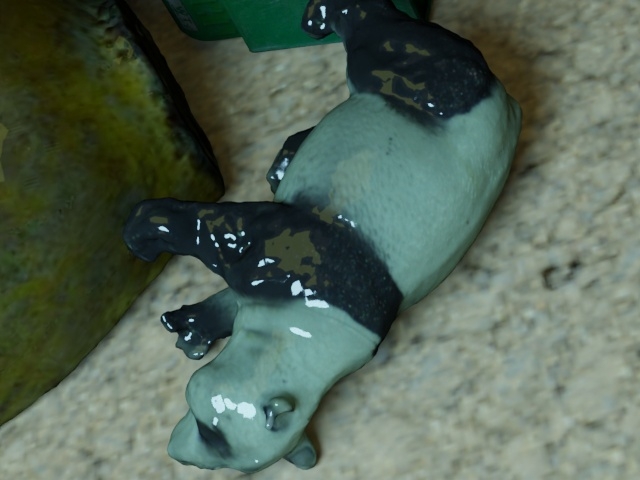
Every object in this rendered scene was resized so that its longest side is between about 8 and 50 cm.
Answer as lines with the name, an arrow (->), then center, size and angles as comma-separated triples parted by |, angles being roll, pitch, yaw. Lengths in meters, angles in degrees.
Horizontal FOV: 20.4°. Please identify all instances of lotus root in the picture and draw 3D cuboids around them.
lotus root -> -0.189, -0.034, 0.857 | 0.260, 0.149, 0.267 | -20, 49, 11

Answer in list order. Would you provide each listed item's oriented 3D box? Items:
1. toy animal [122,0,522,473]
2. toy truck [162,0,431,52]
toy animal -> 0.000, 0.000, 0.773 | 0.121, 0.094, 0.225 | 23, 63, 29
toy truck -> -0.017, -0.146, 0.921 | 0.147, 0.065, 0.079 | -2, 54, 23
